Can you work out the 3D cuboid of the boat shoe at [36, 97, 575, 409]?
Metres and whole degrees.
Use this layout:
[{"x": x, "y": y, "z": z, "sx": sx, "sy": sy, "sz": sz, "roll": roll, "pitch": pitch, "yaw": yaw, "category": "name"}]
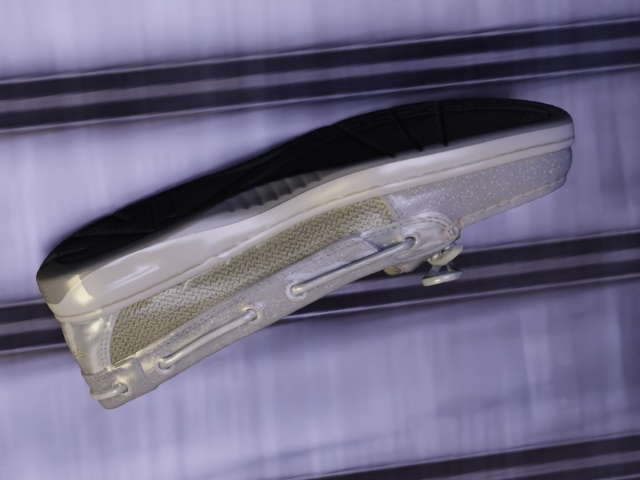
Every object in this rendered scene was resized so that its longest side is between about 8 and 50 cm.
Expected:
[{"x": -0.001, "y": 0.001, "z": 0.971, "sx": 0.320, "sy": 0.118, "sz": 0.103, "roll": -21, "pitch": 108, "yaw": -1, "category": "boat shoe"}]
